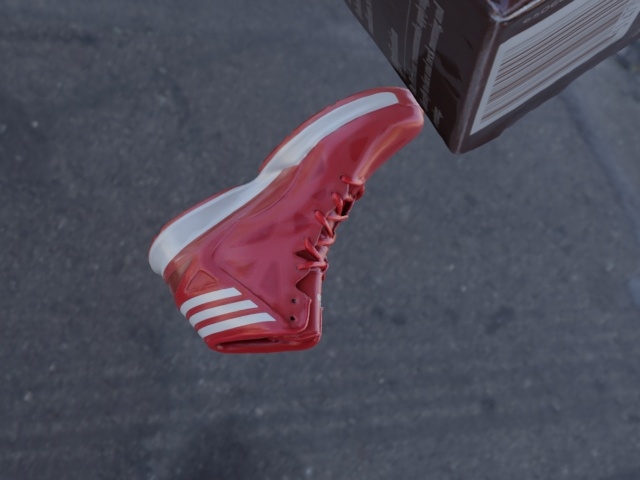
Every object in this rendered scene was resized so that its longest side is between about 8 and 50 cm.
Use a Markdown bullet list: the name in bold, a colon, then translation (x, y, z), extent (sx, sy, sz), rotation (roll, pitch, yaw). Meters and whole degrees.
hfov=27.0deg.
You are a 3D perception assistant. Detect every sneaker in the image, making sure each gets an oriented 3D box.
- **sneaker**: translation (0.000, 0.000, 0.919), extent (0.128, 0.221, 0.087), rotation (58, 10, 24)

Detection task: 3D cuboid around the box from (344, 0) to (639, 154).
- **box**: translation (0.067, -0.173, 0.501), extent (0.167, 0.168, 0.203), rotation (-33, 81, -5)
